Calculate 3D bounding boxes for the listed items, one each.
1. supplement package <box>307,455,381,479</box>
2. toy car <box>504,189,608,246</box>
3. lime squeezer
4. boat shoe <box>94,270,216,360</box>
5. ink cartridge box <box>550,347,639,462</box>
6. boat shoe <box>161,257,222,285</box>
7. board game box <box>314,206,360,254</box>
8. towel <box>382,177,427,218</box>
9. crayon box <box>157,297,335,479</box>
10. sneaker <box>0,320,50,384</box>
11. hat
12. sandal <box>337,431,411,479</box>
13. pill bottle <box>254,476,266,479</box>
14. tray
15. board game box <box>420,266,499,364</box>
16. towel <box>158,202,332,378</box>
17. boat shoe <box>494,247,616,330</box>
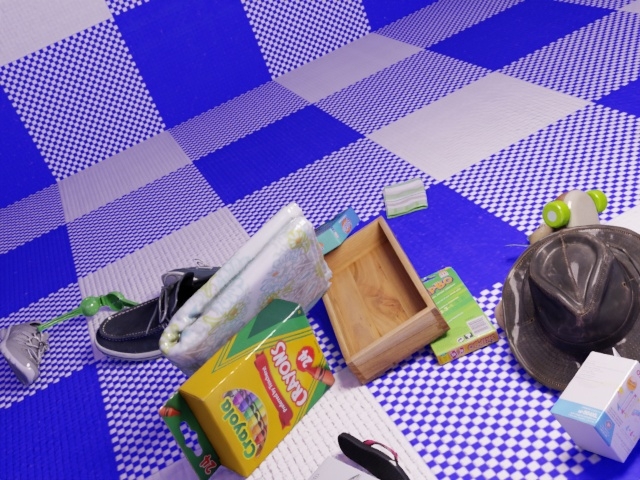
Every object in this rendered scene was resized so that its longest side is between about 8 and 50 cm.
[{"bbox_3d":[0.059,0.421,1.178,0.179,0.105,0.105,10,45,46],"label":"supplement package"},{"bbox_3d":[0.478,-0.018,1.619,0.155,0.149,0.188,-15,1,-36],"label":"toy car"},{"bbox_3d":[-0.583,0.186,2.077,0.310,0.059,0.110,-9,42,-2],"label":"lime squeezer"},{"bbox_3d":[-0.320,0.157,1.846,0.500,0.156,0.187,-13,34,18],"label":"boat shoe"},{"bbox_3d":[0.438,0.242,1.187,0.143,0.092,0.090,-49,22,-18],"label":"ink cartridge box"},{"bbox_3d":[-0.289,0.100,1.986,0.254,0.095,0.079,-1,37,32],"label":"boat shoe"},{"bbox_3d":[0.000,0.000,1.898,0.160,0.047,0.210,-32,6,23],"label":"board game box"},{"bbox_3d":[0.222,-0.115,2.070,0.113,0.023,0.152,-18,29,10],"label":"towel"},{"bbox_3d":[-0.125,0.283,1.446,0.081,0.202,0.318,10,43,44],"label":"crayon box"},{"bbox_3d":[-0.750,0.268,2.011,0.115,0.105,0.281,-29,29,-16],"label":"sneaker"},{"bbox_3d":[0.442,0.083,1.327,0.331,0.134,0.331,-15,52,20],"label":"hat"},{"bbox_3d":[0.094,0.359,1.308,0.040,0.067,0.179,-24,24,-28],"label":"sandal"},{"bbox_3d":[-0.140,0.445,1.317,0.120,0.067,0.067,-25,28,-6],"label":"pill bottle"},{"bbox_3d":[0.113,0.113,1.667,0.203,0.076,0.411,-34,29,6],"label":"tray"},{"bbox_3d":[0.253,0.145,1.590,0.124,0.039,0.259,-23,31,0],"label":"board game box"},{"bbox_3d":[-0.136,0.126,1.557,0.090,0.320,0.374,38,76,24],"label":"towel"},{"bbox_3d":[0.464,0.090,1.482,0.285,0.103,0.092,-30,1,12],"label":"boat shoe"}]
